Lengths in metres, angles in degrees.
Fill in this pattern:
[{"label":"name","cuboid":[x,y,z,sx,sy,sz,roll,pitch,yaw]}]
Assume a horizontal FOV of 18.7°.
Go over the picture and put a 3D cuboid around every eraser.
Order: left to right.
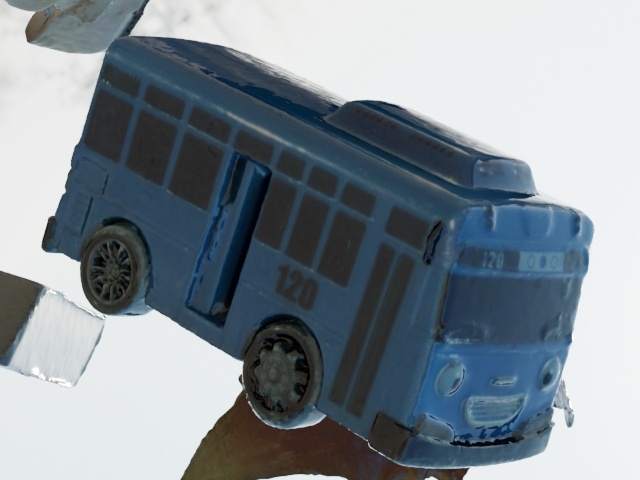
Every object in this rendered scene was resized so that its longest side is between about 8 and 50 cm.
[{"label":"eraser","cuboid":[-0.269,0.069,1.660,0.352,0.111,0.077,62,48,-82]}]

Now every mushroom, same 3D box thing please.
[{"label":"mushroom","cuboid":[-0.241,-0.311,1.884,0.236,0.173,0.162,-49,-140,38]}]

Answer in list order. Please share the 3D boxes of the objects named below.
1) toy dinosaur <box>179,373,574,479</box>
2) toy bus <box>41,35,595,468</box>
[{"label":"toy dinosaur","cuboid":[0.045,0.156,1.563,0.327,0.206,0.113,-38,173,-20]},{"label":"toy bus","cuboid":[0.000,0.000,0.666,0.185,0.090,0.106,28,-75,37]}]
